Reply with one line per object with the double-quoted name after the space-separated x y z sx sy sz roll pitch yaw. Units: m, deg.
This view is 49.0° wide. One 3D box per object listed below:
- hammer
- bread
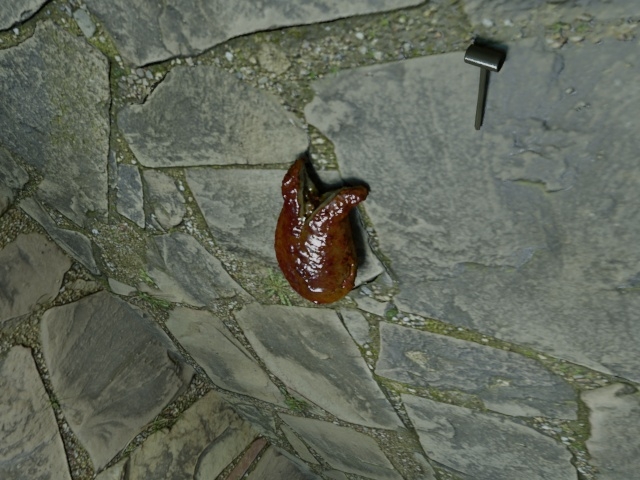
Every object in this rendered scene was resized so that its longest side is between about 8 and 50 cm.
0.165 -0.153 0.720 0.035 0.019 0.110 25 155 22 "hammer"
-0.008 -0.001 1.057 0.139 0.095 0.269 20 144 15 "bread"
